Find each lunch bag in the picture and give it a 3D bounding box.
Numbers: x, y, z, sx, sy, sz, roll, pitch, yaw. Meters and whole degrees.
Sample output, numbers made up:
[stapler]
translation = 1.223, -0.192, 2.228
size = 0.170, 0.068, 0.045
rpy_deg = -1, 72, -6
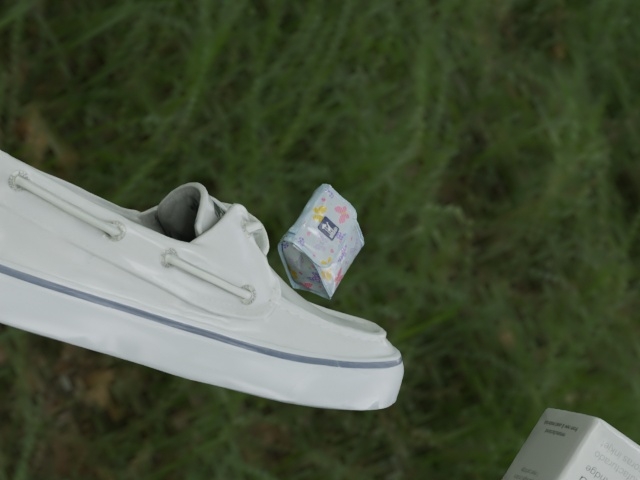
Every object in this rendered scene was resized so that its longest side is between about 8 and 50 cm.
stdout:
[lunch bag]
translation = 0.000, 0.000, 1.721
size = 0.071, 0.053, 0.083
rpy_deg = -57, 147, -28

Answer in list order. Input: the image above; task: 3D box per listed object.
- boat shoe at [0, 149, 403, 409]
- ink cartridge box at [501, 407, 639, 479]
[boat shoe]
translation = -0.061, 0.016, 0.897
size = 0.258, 0.095, 0.084
rpy_deg = 17, 94, -33
[ink cartridge box]
translation = 0.150, 0.233, 1.126
size = 0.160, 0.219, 0.092
rpy_deg = 34, -8, -9
